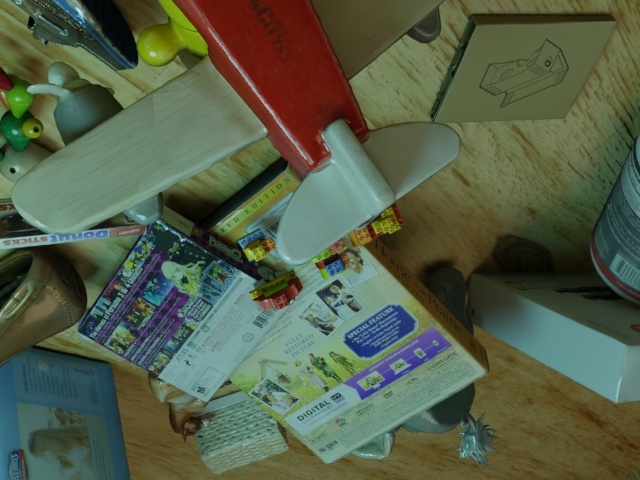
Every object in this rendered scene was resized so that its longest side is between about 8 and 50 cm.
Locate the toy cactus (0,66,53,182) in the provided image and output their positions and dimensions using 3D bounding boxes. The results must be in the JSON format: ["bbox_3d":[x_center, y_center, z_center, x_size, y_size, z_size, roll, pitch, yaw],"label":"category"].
[{"bbox_3d":[-0.353,-0.091,0.971,0.219,0.112,0.180,-45,149,20],"label":"toy cactus"}]

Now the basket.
[{"bbox_3d":[-0.147,0.350,1.664,0.167,0.103,0.113,-19,147,-1],"label":"basket"}]

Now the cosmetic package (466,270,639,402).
[{"bbox_3d":[0.456,0.140,1.446,0.284,0.377,0.097,-2,104,-26],"label":"cosmetic package"}]

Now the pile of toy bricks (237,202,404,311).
[{"bbox_3d":[0.000,0.000,1.083,0.212,0.105,0.118,-28,111,-3],"label":"pile of toy bricks"}]

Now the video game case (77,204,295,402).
[{"bbox_3d":[-0.180,0.092,1.200,0.210,0.042,0.232,31,121,-14],"label":"video game case"}]

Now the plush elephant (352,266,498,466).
[{"bbox_3d":[0.133,0.231,1.527,0.272,0.330,0.255,-39,-163,-33],"label":"plush elephant"}]

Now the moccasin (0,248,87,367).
[{"bbox_3d":[-0.491,0.133,1.167,0.380,0.139,0.147,-27,144,11],"label":"moccasin"}]

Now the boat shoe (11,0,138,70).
[{"bbox_3d":[-0.249,-0.223,0.862,0.066,0.066,0.183,-25,137,18],"label":"boat shoe"}]

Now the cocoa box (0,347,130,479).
[{"bbox_3d":[-0.436,0.360,1.323,0.228,0.347,0.231,-38,141,25],"label":"cocoa box"}]

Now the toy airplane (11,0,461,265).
[{"bbox_3d":[-0.054,-0.168,0.820,0.386,0.272,0.384,10,96,-21],"label":"toy airplane"}]

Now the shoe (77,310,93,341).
[{"bbox_3d":[-0.271,0.137,1.343,0.178,0.063,0.081,-9,140,-22],"label":"shoe"}]

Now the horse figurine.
[{"bbox_3d":[-0.217,0.239,1.513,0.174,0.066,0.263,-28,147,3],"label":"horse figurine"}]

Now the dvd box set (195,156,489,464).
[{"bbox_3d":[-0.013,0.114,1.261,0.308,0.062,0.420,-37,112,24],"label":"dvd box set"}]

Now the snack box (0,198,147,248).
[{"bbox_3d":[-0.306,-0.028,1.097,0.178,0.064,0.022,-6,140,-18],"label":"snack box"}]

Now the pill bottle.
[{"bbox_3d":[0.543,-0.073,1.311,0.210,0.210,0.363,-11,145,-12],"label":"pill bottle"}]

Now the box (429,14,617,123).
[{"bbox_3d":[0.255,-0.216,1.142,0.201,0.021,0.164,-5,143,-19],"label":"box"}]
